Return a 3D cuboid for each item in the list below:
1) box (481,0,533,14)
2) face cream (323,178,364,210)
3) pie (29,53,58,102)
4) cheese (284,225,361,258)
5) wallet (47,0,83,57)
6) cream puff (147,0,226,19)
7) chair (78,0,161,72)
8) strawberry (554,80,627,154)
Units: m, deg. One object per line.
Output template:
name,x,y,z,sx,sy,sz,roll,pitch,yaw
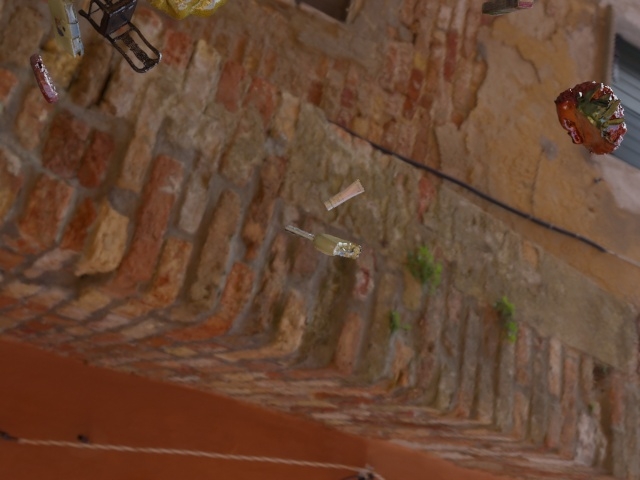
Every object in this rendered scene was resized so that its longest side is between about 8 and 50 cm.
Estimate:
box,0.576,-0.729,2.061,0.207,0.049,0.041,-150,-121,-68
face cream,0.061,-0.119,1.762,0.115,0.038,0.020,-31,-169,-3
pie,-0.820,-0.480,1.974,0.154,0.036,0.155,158,-90,-80
cheese,0.000,0.001,2.013,0.127,0.235,0.050,-9,120,-67
wallet,-0.648,-0.555,1.695,0.110,0.039,0.155,39,-37,29
cream puff,-0.274,-0.581,1.398,0.194,0.194,0.221,-17,-129,65
chair,-0.509,-0.564,1.738,0.106,0.229,0.113,-50,-173,-33
strawberry,0.503,-0.226,1.214,0.085,0.192,0.140,-49,-146,2
